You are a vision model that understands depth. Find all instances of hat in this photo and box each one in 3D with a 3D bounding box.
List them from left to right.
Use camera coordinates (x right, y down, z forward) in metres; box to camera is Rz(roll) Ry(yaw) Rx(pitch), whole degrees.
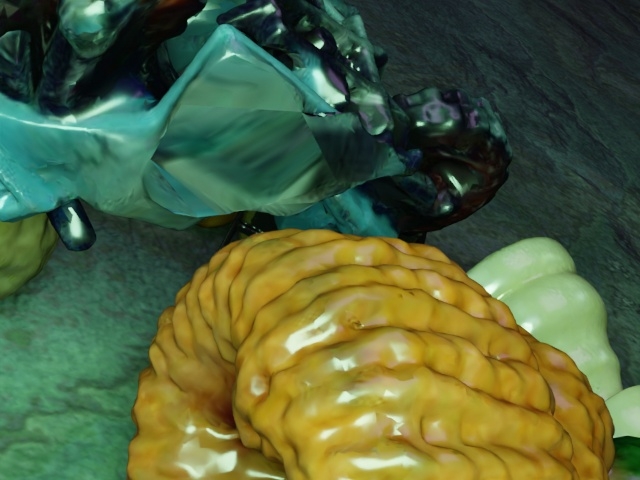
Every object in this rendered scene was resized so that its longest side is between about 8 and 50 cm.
[{"bbox_3d":[0.103,0.133,0.733,0.400,0.285,0.285,1,37,-29],"label":"hat"}]

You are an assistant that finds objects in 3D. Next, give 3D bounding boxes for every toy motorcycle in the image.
[{"bbox_3d":[-0.066,-0.074,0.737,0.416,0.232,0.172,23,41,-46],"label":"toy motorcycle"}]

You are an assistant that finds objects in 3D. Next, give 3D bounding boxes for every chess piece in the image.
[{"bbox_3d":[0.216,0.157,0.968,0.167,0.167,0.300,-2,46,-44],"label":"chess piece"}]

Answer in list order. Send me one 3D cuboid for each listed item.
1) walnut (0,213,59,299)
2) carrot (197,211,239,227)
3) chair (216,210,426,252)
[{"bbox_3d":[-0.259,-0.027,0.803,0.238,0.204,0.141,-13,69,-44],"label":"walnut"},{"bbox_3d":[-0.054,-0.051,1.189,0.043,0.043,0.248,37,26,17],"label":"carrot"},{"bbox_3d":[0.000,0.000,1.033,0.158,0.172,0.247,27,34,0],"label":"chair"}]
